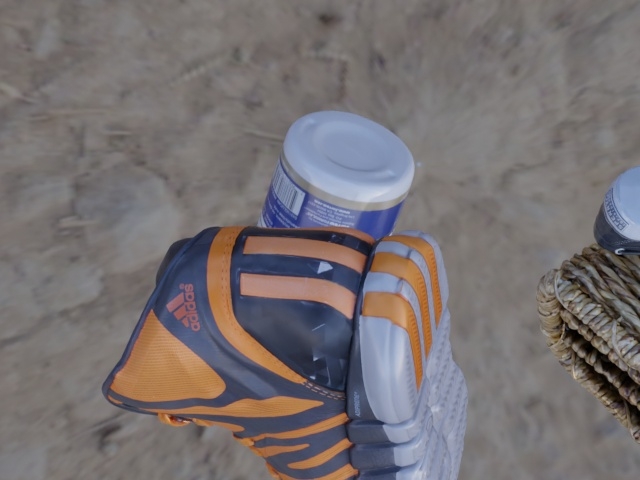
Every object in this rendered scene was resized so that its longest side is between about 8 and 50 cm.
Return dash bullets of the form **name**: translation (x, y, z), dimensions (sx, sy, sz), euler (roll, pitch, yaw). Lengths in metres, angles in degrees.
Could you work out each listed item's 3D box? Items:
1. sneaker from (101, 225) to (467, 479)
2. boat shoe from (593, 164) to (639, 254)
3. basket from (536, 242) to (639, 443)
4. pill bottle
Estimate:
- **sneaker**: translation (-0.017, 0.094, 1.029), dimensions (0.180, 0.321, 0.124), euler (8, 49, 15)
- **boat shoe**: translation (0.319, -0.026, 1.429), dimensions (0.228, 0.076, 0.080), euler (-11, 67, -21)
- **basket**: translation (0.316, 0.138, 1.510), dimensions (0.223, 0.213, 0.299), euler (-31, 66, -37)
- **pill bottle**: translation (0.000, 0.000, 1.292), dimensions (0.094, 0.094, 0.169), euler (21, 126, 2)
